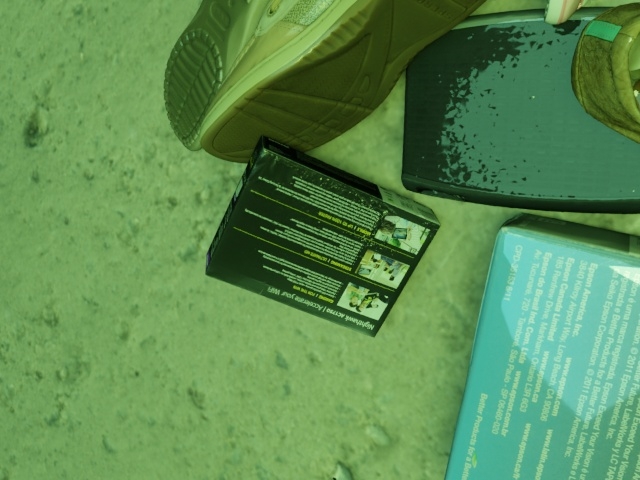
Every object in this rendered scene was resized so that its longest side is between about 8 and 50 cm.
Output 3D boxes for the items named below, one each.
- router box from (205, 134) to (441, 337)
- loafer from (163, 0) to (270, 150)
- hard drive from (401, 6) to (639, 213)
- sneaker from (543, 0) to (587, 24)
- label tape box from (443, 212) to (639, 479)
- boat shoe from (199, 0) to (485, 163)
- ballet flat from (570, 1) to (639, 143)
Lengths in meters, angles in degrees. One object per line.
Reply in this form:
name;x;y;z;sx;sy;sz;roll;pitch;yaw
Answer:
router box;0.000;0.000;0.659;0.179;0.046;0.133;23;110;-15
loafer;-0.075;-0.194;0.702;0.102;0.092;0.268;58;135;24
hard drive;0.187;-0.108;0.593;0.255;0.054;0.171;7;100;27
sneaker;0.219;-0.214;0.539;0.070;0.051;0.134;21;68;15
label tape box;0.289;0.139;0.543;0.348;0.115;0.249;14;103;20
boat shoe;0.016;-0.186;0.607;0.341;0.122;0.110;-34;59;32
ballet flat;0.322;-0.055;0.451;0.342;0.124;0.116;33;104;6
